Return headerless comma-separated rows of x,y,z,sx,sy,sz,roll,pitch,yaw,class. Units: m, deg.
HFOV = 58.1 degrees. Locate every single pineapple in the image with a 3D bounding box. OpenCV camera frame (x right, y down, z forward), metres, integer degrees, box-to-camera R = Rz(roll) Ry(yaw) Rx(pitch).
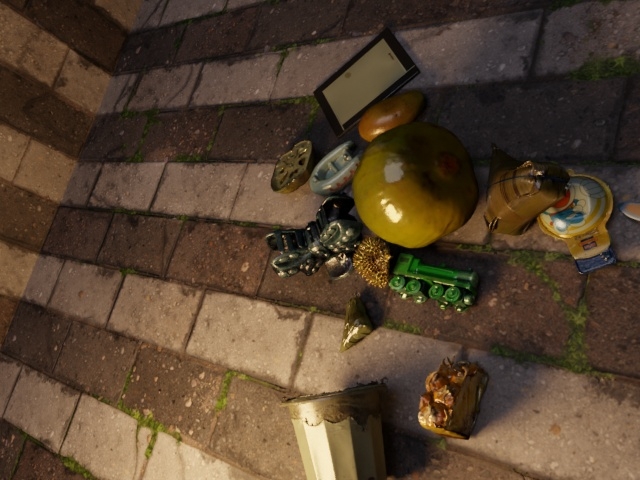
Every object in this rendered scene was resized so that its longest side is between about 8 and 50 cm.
0.303,0.379,1.342,0.114,0.186,0.236,0,27,40,pineapple

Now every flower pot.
0.056,0.490,1.416,0.290,0.290,0.259,-20,71,29,flower pot

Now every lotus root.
-0.078,-0.236,1.943,0.183,0.078,0.203,-10,53,45,lotus root

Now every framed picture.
0.145,-0.536,1.958,0.347,0.016,0.265,-38,52,18,framed picture

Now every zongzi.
0.490,-0.180,1.403,0.260,0.123,0.289,116,162,-64,zongzi
0.077,0.226,1.642,0.130,0.062,0.154,-46,43,27,zongzi

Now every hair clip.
0.001,0.003,1.698,0.310,0.206,0.194,-29,59,24,hair clip

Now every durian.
0.148,0.060,1.581,0.208,0.102,0.146,153,109,-76,durian

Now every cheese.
0.607,-0.051,1.353,0.177,0.069,0.270,-26,57,27,cheese

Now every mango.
0.222,-0.385,1.783,0.227,0.099,0.136,-30,48,13,mango

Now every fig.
0.233,-0.133,1.520,0.343,0.343,0.343,-16,61,31,fig

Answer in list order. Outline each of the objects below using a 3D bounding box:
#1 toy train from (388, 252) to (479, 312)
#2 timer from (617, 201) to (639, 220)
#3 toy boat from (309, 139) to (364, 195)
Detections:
0.296,0.109,1.512,0.251,0.085,0.119,9,66,40,toy train
0.749,-0.073,1.200,0.175,0.175,0.255,-46,49,11,timer
0.046,-0.232,1.855,0.208,0.079,0.134,-42,54,13,toy boat
